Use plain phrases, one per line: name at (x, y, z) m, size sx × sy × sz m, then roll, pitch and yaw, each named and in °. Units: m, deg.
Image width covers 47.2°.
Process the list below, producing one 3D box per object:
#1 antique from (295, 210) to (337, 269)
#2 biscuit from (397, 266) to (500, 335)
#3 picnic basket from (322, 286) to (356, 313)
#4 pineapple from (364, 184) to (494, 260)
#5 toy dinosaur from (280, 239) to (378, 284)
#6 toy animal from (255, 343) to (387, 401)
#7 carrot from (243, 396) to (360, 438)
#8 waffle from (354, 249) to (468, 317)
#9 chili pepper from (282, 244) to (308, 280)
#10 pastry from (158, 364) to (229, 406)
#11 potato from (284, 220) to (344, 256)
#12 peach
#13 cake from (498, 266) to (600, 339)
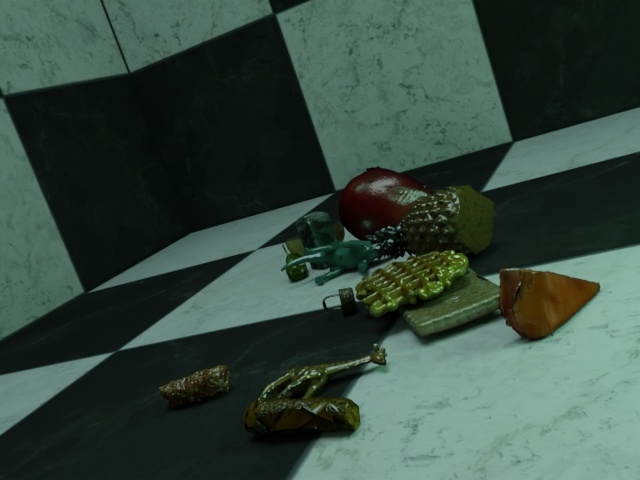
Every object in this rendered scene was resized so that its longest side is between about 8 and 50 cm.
antique at (-0.005, -0.004, 2.420) m, size 0.086 × 0.183 × 0.088 m, roll -26°, pitch 12°, yaw -30°
biscuit at (0.278, 0.132, 1.615) m, size 0.217 × 0.044 × 0.325 m, roll -22°, pitch 8°, yaw -3°
picnic basket at (0.047, 0.156, 1.846) m, size 0.083 × 0.072 × 0.072 m, roll -10°, pitch 11°, yaw 1°
pineapple at (0.286, -0.029, 2.015) m, size 0.362 × 0.202 × 0.202 m, roll -13°, pitch 12°, yaw 42°
toy dinosaur at (0.118, 0.035, 2.295) m, size 0.383 × 0.129 × 0.330 m, roll -8°, pitch 7°, yaw 40°
toy animal at (-0.001, 0.269, 1.421) m, size 0.275 × 0.054 × 0.149 m, roll -23°, pitch 14°, yaw -24°
carrot at (-0.035, 0.305, 1.269) m, size 0.228 × 0.069 × 0.069 m, roll -11°, pitch 13°, yaw 31°
waffle at (0.204, 0.093, 1.700) m, size 0.281 × 0.058 × 0.301 m, roll -18°, pitch 10°, yaw 17°
chili pepper at (-0.083, 0.082, 2.438) m, size 0.072 × 0.073 × 0.204 m, roll -3°, pitch 21°, yaw -7°
pastry at (-0.275, 0.325, 1.609) m, size 0.169 × 0.063 × 0.087 m, roll -21°, pitch 1°, yaw 18°
potato at (0.000, 0.000, 2.626) m, size 0.138 × 0.098 × 0.243 m, roll -25°, pitch 5°, yaw -43°
peach at (0.205, -0.089, 2.373) m, size 0.361 × 0.258 × 0.201 m, roll 6°, pitch 45°, yaw 48°
cake at (0.436, 0.110, 1.391) m, size 0.287 × 0.135 × 0.098 m, roll -2°, pitch -9°, yaw -43°
